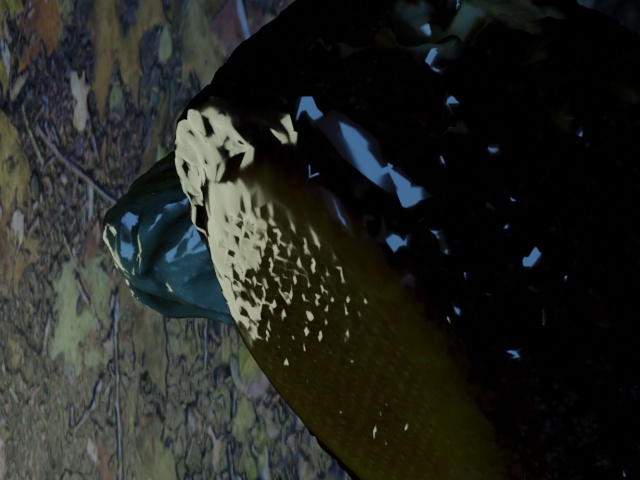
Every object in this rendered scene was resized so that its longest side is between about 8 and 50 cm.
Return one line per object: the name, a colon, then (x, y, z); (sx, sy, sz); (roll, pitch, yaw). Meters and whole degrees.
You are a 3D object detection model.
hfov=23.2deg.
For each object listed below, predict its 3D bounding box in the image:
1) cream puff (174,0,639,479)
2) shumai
cream puff: (0.061, 0.004, 0.585); (0.239, 0.165, 0.239); (44, 155, 27)
shumai: (0.001, -0.002, 0.784); (0.184, 0.184, 0.142); (-10, 110, 58)
